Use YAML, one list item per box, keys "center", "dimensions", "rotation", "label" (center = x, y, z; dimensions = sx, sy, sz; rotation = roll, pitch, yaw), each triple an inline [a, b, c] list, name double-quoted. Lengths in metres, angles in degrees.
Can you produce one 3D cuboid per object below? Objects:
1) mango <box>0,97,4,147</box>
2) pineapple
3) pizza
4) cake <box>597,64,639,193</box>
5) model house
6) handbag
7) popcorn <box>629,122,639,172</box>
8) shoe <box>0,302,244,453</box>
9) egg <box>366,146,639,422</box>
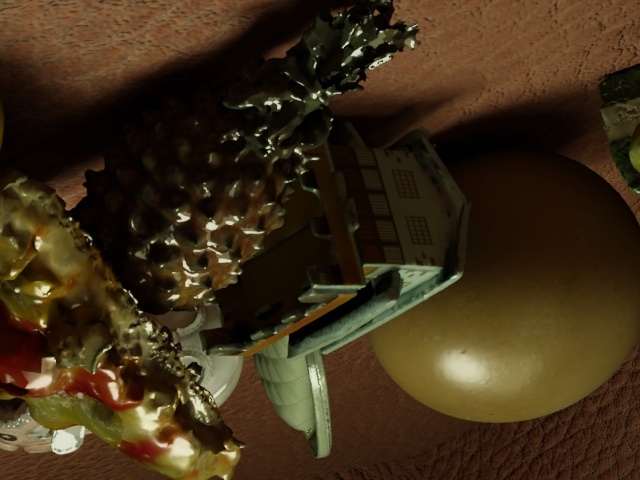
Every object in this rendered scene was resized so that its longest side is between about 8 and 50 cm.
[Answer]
- center: [-0.387, -0.023, 1.194]
  dimensions: [0.384, 0.199, 0.221]
  rotation: [-25, 165, -26]
  label: "mango"
- center: [-0.066, -0.083, 1.461]
  dimensions: [0.361, 0.175, 0.175]
  rotation: [-43, 155, 27]
  label: "pineapple"
- center: [-0.228, 0.100, 1.489]
  dimensions: [0.130, 0.406, 0.440]
  rotation: [-55, -165, -22]
  label: "pizza"
- center: [0.451, -0.148, 1.813]
  dimensions: [0.283, 0.158, 0.172]
  rotation: [-7, 162, -26]
  label: "cake"
- center: [0.000, 0.000, 1.715]
  dimensions: [0.215, 0.198, 0.224]
  rotation: [1, 155, -42]
  label: "model house"
- center: [-0.031, 0.128, 2.012]
  dimensions: [0.079, 0.219, 0.256]
  rotation: [-14, 141, -9]
  label: "handbag"
- center: [0.444, -0.161, 1.586]
  dimensions: [0.321, 0.290, 0.325]
  rotation: [16, -145, 28]
  label: "popcorn"
- center: [-0.265, 0.154, 2.021]
  dimensions: [0.351, 0.172, 0.198]
  rotation: [-20, 165, 8]
  label: "shoe"
- center: [0.203, 0.049, 1.917]
  dimensions: [0.301, 0.301, 0.374]
  rotation: [-27, 171, 32]
  label: "egg"
